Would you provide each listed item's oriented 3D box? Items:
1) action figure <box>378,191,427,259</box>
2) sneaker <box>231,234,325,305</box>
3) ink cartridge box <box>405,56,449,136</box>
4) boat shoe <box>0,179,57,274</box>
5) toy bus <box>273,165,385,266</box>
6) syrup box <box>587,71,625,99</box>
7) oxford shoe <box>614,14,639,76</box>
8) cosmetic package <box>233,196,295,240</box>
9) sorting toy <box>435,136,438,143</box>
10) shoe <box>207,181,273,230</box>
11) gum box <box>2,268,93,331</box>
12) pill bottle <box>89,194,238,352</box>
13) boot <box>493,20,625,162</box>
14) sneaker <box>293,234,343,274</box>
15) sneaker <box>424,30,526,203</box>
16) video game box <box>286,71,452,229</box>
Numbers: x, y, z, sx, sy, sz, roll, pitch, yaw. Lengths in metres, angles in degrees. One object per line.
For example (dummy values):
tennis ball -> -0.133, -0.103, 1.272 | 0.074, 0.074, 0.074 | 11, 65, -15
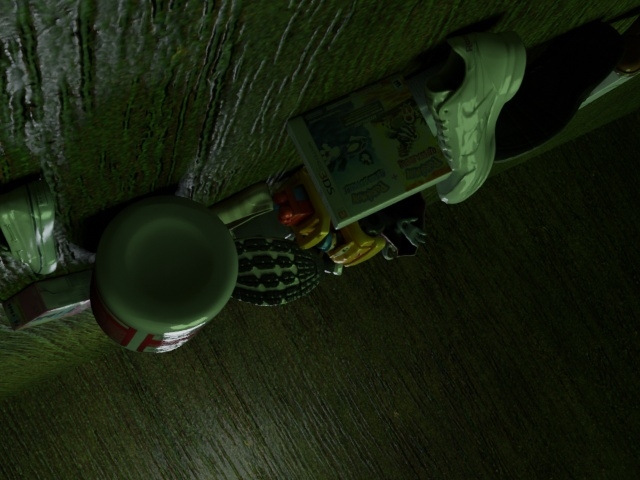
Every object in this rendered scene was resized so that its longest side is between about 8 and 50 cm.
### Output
action figure -> 0.117, -0.081, 2.064 | 0.276, 0.248, 0.370 | 12, -173, -20
sneaker -> -0.187, 0.039, 1.864 | 0.411, 0.158, 0.182 | -1, -158, 12
ink cartridge box -> 0.163, -0.227, 1.567 | 0.330, 0.071, 0.324 | -28, 174, -5
boat shoe -> -0.389, -0.016, 1.112 | 0.076, 0.083, 0.226 | -11, 157, -21
toy bus -> 0.001, -0.049, 1.744 | 0.212, 0.220, 0.149 | -14, 166, -43
syrup box -> 0.638, -0.383, 2.064 | 0.096, 0.093, 0.237 | -20, 172, -40
oxford shoe -> 0.655, -0.420, 1.753 | 0.212, 0.076, 0.076 | -55, 166, -27
cosmetic package -> -0.093, -0.036, 2.007 | 0.127, 0.107, 0.238 | -22, 176, -36
sorting toy -> 0.215, -0.211, 1.926 | 0.126, 0.127, 0.366 | 4, -167, 29
shoe -> -0.192, -0.043, 1.708 | 0.219, 0.058, 0.076 | -27, 174, 14
gum box -> -0.517, 0.115, 1.700 | 0.107, 0.062, 0.188 | -29, 173, 30
pill bottle -> -0.295, 0.080, 1.533 | 0.229, 0.229, 0.408 | -23, 174, -22
boot -> 0.436, -0.267, 1.770 | 0.377, 0.138, 0.284 | -45, 175, -10
sneaker -> 0.000, 0.000, 1.933 | 0.121, 0.079, 0.217 | 11, -157, 0
sneaker -> 0.219, -0.200, 1.385 | 0.152, 0.114, 0.305 | -1, 124, -20
video game box -> 0.076, -0.143, 1.352 | 0.205, 0.187, 0.048 | -25, 174, -9
